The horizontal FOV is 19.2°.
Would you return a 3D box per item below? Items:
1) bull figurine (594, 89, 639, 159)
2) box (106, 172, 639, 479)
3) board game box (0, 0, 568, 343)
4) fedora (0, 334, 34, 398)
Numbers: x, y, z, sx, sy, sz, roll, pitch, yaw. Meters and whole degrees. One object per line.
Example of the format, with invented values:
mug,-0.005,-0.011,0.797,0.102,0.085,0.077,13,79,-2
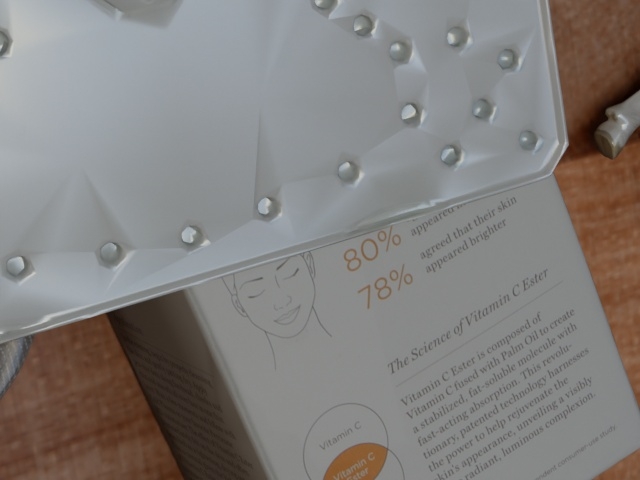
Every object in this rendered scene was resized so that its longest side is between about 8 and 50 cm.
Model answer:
bull figurine,0.301,0.000,1.223,0.188,0.101,0.310,-29,110,-19
box,0.000,0.000,1.024,0.215,0.168,0.345,-30,111,-20
board game box,-0.096,-0.169,0.819,0.390,0.050,0.390,-17,108,-20
fedora,-0.274,-0.011,0.901,0.244,0.124,0.275,-39,105,-20
